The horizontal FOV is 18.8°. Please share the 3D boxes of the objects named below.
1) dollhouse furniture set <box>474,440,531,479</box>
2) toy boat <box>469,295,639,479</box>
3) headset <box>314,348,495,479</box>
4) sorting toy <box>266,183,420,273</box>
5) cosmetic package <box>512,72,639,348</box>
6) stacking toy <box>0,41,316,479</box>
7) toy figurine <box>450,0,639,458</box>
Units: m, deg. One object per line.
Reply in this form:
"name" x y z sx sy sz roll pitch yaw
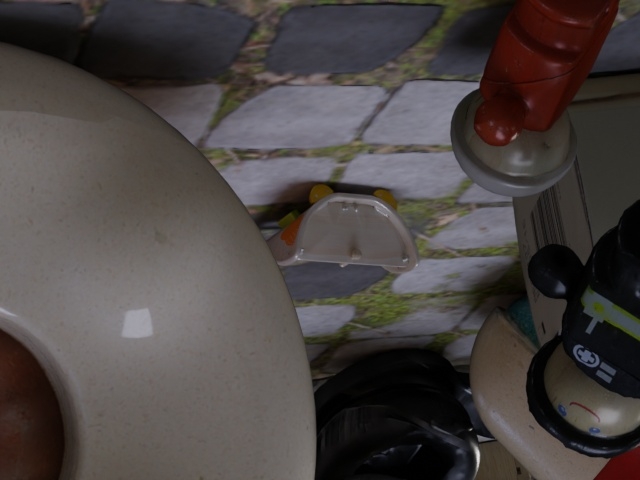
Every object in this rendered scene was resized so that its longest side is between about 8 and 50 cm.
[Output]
"dollhouse furniture set" 0.069 0.333 1.805 0.286 0.198 0.303 -10 161 4
"toy boat" 0.212 0.128 1.199 0.148 0.267 0.318 -47 175 5
"headset" 0.045 0.167 1.338 0.394 0.243 0.185 11 133 -3
"sorting toy" 0.000 0.000 1.090 0.083 0.045 0.075 4 164 -33
"cosmetic package" 0.272 -0.020 1.037 0.309 0.113 0.160 -6 161 -8
"stacking toy" -0.247 0.100 0.986 0.350 0.350 0.480 2 175 -27
"toy figurine" 0.174 -0.023 0.844 0.209 0.213 0.148 -8 149 -15
